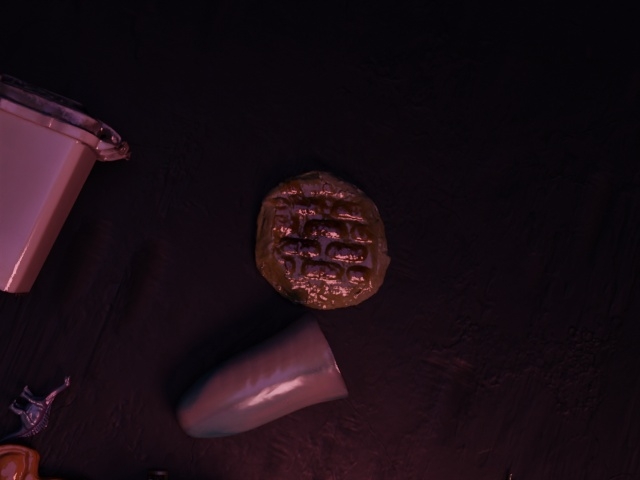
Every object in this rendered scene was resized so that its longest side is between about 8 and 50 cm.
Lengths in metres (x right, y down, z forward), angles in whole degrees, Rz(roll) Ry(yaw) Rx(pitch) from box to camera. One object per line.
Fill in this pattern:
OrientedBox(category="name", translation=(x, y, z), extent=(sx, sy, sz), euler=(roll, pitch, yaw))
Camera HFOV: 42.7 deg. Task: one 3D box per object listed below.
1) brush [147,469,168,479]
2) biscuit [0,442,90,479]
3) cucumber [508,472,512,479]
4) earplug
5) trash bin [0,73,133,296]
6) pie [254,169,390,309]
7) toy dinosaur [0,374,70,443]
OrientedBox(category="brush", translation=(-0.318, 0.566, 1.558), extent=(0.043, 0.036, 0.248), euler=(3, 81, -2))
OrientedBox(category="biscuit", translation=(-0.578, 0.538, 1.492), extent=(0.351, 0.057, 0.312), euler=(-40, 93, -12))
OrientedBox(category="cucumber", translation=(0.411, 0.607, 1.683), extent=(0.056, 0.056, 0.250), euler=(-9, 83, -12))
OrientedBox(category="earplug", translation=(-0.126, 0.286, 1.584), extent=(0.324, 0.185, 0.185), euler=(-25, 86, -6))
OrientedBox(category="trash bin", translation=(-0.550, -0.090, 1.523), extent=(0.296, 0.256, 0.368), euler=(21, 84, -9))
OrientedBox(category="pie", translation=(0.000, 0.000, 1.696), extent=(0.306, 0.071, 0.306), euler=(2, 80, -9))
OrientedBox(category="toy dinosaur", translation=(-0.548, 0.324, 1.546), extent=(0.080, 0.045, 0.197), euler=(42, 85, -16))
